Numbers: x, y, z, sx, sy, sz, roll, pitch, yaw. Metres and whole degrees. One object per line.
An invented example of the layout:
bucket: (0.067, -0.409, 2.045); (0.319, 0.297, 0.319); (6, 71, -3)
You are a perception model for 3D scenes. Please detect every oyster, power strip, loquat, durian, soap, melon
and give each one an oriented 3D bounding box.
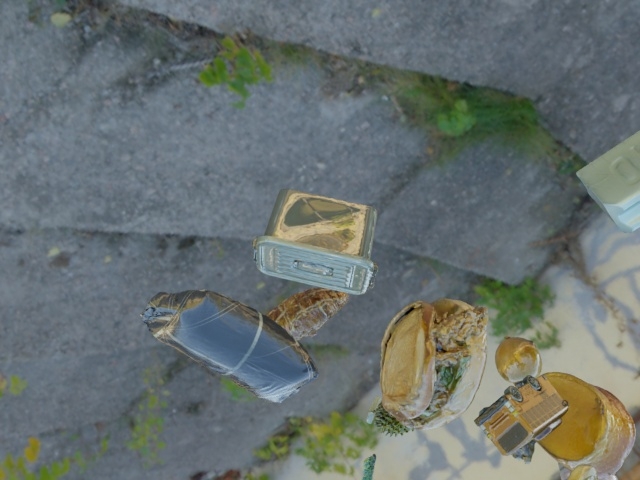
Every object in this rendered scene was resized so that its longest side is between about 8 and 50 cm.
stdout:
oyster: (0.473, 0.470, 1.927); (0.103, 0.148, 0.051); (-36, 175, 7)
power strip: (0.147, 0.465, 2.192); (0.090, 0.016, 0.040); (-48, 151, -60)
loquat: (0.590, 0.361, 2.379); (0.137, 0.163, 0.163); (-11, 146, -2)
durian: (0.211, 0.402, 2.004); (0.221, 0.137, 0.095); (-42, 121, 14)
soap: (0.706, -0.158, 1.661); (0.289, 0.173, 0.095); (-34, 124, 13)
melon: (0.088, 0.572, 1.783); (0.114, 0.053, 0.261); (-50, 162, -53)

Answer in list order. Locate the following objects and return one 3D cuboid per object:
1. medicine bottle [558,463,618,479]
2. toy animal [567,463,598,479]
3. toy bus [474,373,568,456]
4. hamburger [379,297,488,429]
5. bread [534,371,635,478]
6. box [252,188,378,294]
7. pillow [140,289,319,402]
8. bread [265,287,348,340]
medicine bottle: (0.643, 0.493, 1.971); (0.133, 0.249, 0.133); (-2, 148, -1)
toy animal: (0.426, 0.473, 1.136); (0.358, 0.188, 0.226); (22, 99, -20)
toy bus: (0.412, 0.348, 1.602); (0.201, 0.114, 0.098); (-8, 143, -52)
hamburger: (0.207, 0.221, 1.501); (0.146, 0.243, 0.286); (13, 118, -18)
bread: (0.570, 0.406, 1.772); (0.143, 0.270, 0.195); (31, 95, -30)
box: (0.000, 0.000, 1.549); (0.243, 0.135, 0.163); (13, 154, 4)
pillow: (-0.162, 0.186, 1.432); (0.335, 0.092, 0.161); (33, 120, -20)
bread: (-0.051, 0.162, 1.717); (0.233, 0.105, 0.076); (-30, 129, 5)
